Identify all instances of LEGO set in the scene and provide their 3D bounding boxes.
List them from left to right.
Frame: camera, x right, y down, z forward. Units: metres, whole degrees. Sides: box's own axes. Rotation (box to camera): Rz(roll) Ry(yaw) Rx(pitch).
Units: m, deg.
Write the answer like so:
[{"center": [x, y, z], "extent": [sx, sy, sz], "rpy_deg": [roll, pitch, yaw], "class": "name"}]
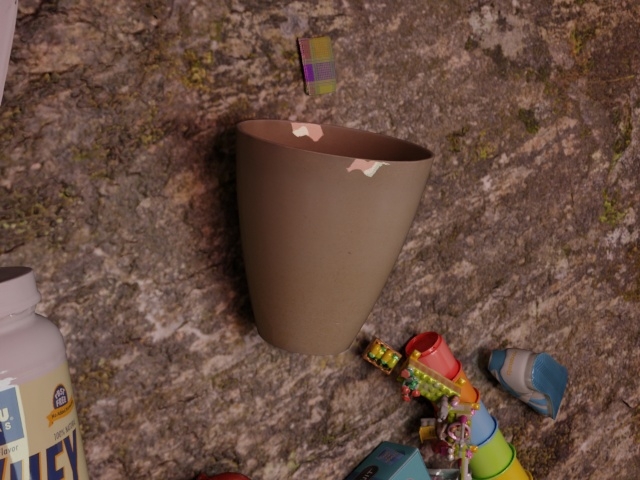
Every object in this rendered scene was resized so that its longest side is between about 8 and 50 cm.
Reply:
[{"center": [0.163, 0.269, 1.436], "extent": [0.287, 0.132, 0.107], "rpy_deg": [64, 21, -21], "class": "LEGO set"}]

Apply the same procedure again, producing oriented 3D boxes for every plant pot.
[{"center": [0.000, 0.000, 1.273], "extent": [0.256, 0.256, 0.274], "rpy_deg": [-4, 109, -39], "class": "plant pot"}]

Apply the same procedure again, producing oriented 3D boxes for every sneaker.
[{"center": [0.355, 0.236, 1.645], "extent": [0.228, 0.092, 0.087], "rpy_deg": [47, 59, -51], "class": "sneaker"}]

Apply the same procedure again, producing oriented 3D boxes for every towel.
[{"center": [-0.004, -0.251, 1.394], "extent": [0.060, 0.009, 0.083], "rpy_deg": [-16, 101, -39], "class": "towel"}]

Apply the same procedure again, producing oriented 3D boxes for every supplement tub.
[{"center": [-0.357, 0.203, 0.965], "extent": [0.235, 0.235, 0.324], "rpy_deg": [-14, 100, -38], "class": "supplement tub"}]

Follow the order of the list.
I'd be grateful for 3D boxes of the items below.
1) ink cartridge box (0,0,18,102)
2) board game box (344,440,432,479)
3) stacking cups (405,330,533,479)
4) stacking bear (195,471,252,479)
[{"center": [-0.429, -0.171, 0.879], "extent": [0.201, 0.278, 0.117], "rpy_deg": [14, 78, -38], "class": "ink cartridge box"}, {"center": [0.102, 0.511, 1.441], "extent": [0.254, 0.079, 0.336], "rpy_deg": [-38, 113, -33], "class": "board game box"}, {"center": [0.224, 0.286, 1.540], "extent": [0.096, 0.096, 0.316], "rpy_deg": [-46, 113, -29], "class": "stacking cups"}, {"center": [-0.090, 0.436, 1.241], "extent": [0.164, 0.175, 0.289], "rpy_deg": [-17, 92, -23], "class": "stacking bear"}]
